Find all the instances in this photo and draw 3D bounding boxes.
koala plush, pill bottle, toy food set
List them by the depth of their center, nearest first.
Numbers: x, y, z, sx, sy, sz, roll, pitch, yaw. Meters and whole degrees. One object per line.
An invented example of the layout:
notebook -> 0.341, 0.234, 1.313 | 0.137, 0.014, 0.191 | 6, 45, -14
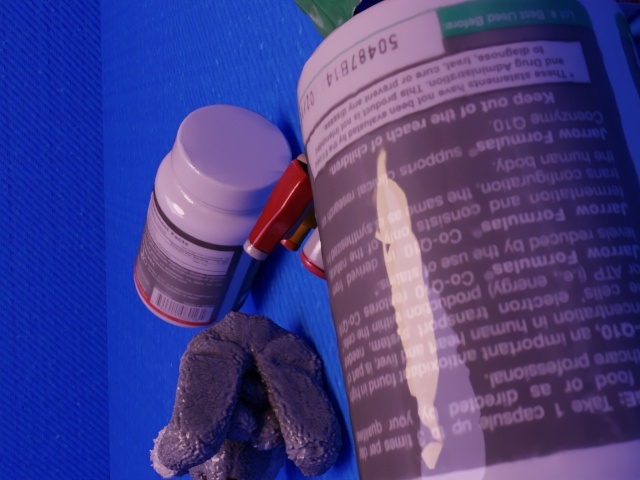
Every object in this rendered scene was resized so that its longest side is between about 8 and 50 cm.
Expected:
pill bottle -> 0.111, 0.055, 0.496 | 0.204, 0.204, 0.360 | 136, 129, -60
toy food set -> 0.000, 0.000, 0.829 | 0.104, 0.111, 0.232 | -56, 32, 16
koala plush -> -0.098, 0.221, 1.053 | 0.203, 0.196, 0.221 | -99, 21, -45
pill bottle -> -0.138, -0.027, 1.131 | 0.283, 0.161, 0.161 | 116, 144, -48

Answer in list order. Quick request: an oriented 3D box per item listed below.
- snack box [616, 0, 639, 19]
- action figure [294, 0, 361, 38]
snack box -> 0.147, -0.163, 0.602 | 0.141, 0.037, 0.100 | 137, 126, -60
action figure -> 0.003, -0.277, 0.898 | 0.232, 0.064, 0.137 | -125, 37, -45
